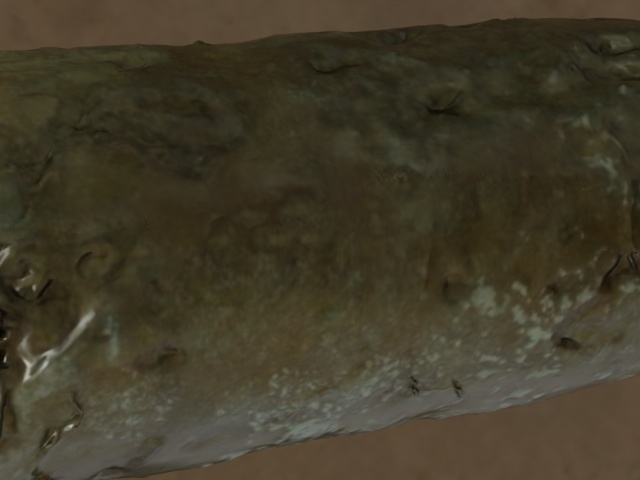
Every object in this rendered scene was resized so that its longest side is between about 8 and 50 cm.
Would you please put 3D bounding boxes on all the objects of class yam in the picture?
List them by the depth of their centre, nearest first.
[{"bbox_3d":[0.000,0.000,0.357,0.179,0.078,0.078,-6,119,-24],"label":"yam"}]
